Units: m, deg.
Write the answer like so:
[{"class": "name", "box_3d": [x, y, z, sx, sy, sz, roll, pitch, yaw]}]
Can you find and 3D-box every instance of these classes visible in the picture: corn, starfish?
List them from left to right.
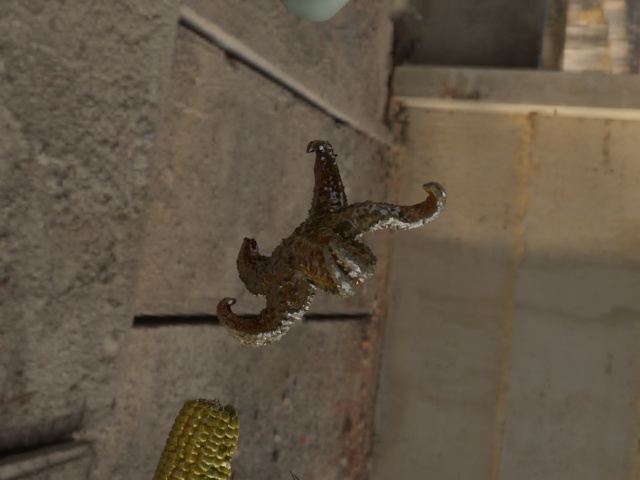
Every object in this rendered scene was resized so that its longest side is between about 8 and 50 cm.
[{"class": "corn", "box_3d": [-0.110, 0.228, 0.777, 0.067, 0.067, 0.206, 36, 67, -68]}, {"class": "starfish", "box_3d": [0.000, -0.004, 1.168, 0.113, 0.312, 0.303, 50, 29, -26]}]

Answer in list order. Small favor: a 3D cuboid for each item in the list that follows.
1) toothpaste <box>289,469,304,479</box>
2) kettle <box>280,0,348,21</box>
[{"class": "toothpaste", "box_3d": [0.013, 0.365, 1.269, 0.314, 0.058, 0.056, 65, 39, -62]}, {"class": "kettle", "box_3d": [0.011, -0.334, 1.116, 0.127, 0.148, 0.098, 47, 59, -11]}]
